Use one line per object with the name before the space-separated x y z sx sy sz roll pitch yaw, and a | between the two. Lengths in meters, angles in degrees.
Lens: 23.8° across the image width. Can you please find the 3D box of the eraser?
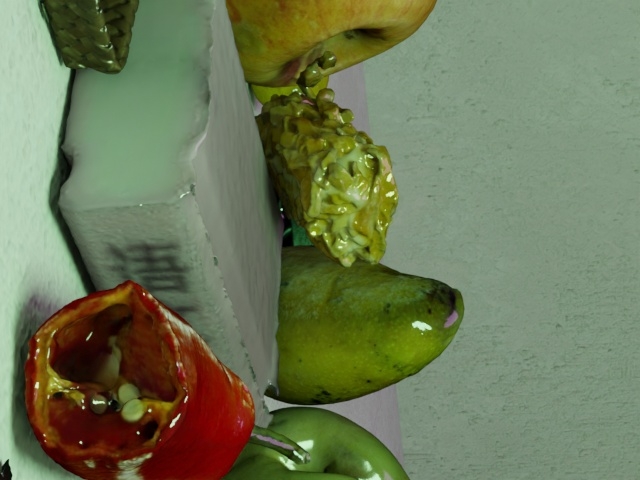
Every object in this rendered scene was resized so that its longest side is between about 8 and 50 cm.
eraser | -0.119 -0.024 1.329 0.359 0.122 0.272 79 9 -53

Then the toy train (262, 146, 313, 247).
toy train | 0.000 0.000 2.046 0.238 0.167 0.299 -90 175 -64

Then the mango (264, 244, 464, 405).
mango | 0.006 0.091 1.550 0.175 0.329 0.176 36 79 -35

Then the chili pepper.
chili pepper | -0.124 0.131 1.174 0.134 0.131 0.338 63 5 17

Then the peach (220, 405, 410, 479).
peach | -0.021 0.318 1.495 0.292 0.247 0.292 -172 -90 -71

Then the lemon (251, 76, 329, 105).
lemon | -0.041 -0.226 2.004 0.109 0.109 0.133 74 9 -59

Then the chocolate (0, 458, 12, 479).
chocolate | -0.205 0.211 0.933 0.182 0.028 0.086 -77 155 -67

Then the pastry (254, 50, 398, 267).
pastry | -0.003 -0.086 1.499 0.250 0.102 0.154 -121 -165 -54

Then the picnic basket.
picnic basket | -0.177 -0.225 1.195 0.110 0.055 0.193 79 10 -50

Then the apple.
apple | -0.020 -0.311 1.572 0.299 0.299 0.275 10 64 -82
